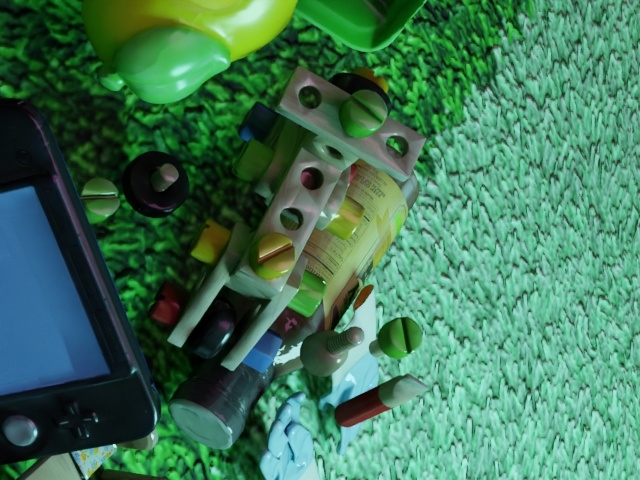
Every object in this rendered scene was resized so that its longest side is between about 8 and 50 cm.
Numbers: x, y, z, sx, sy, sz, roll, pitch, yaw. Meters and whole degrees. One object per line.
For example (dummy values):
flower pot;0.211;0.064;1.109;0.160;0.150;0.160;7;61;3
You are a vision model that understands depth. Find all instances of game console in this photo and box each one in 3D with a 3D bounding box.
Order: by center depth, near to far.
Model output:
game console;-0.291;0.077;1.184;0.173;0.250;0.293;-69;143;-61

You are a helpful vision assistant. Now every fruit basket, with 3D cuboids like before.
fruit basket;-0.058;-0.293;1.300;0.392;0.283;0.392;20;47;-22

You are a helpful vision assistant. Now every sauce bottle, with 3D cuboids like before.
sauce bottle;-0.027;0.047;1.530;0.344;0.111;0.111;-54;129;-31

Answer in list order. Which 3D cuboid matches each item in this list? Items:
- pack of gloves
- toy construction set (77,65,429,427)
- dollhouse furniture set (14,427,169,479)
pack of gloves;-0.011;0.169;1.559;0.195;0.046;0.232;-52;156;-28
toy construction set;0.000;0.000;1.354;0.257;0.237;0.309;-37;92;-31
dollhouse furniture set;-0.176;0.287;1.321;0.212;0.161;0.242;-42;122;-40
